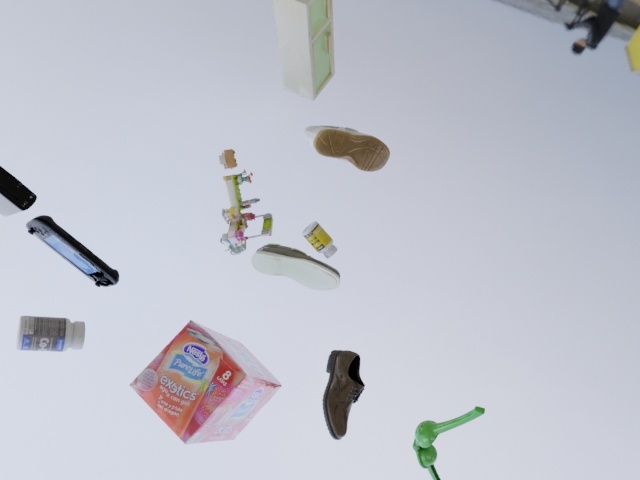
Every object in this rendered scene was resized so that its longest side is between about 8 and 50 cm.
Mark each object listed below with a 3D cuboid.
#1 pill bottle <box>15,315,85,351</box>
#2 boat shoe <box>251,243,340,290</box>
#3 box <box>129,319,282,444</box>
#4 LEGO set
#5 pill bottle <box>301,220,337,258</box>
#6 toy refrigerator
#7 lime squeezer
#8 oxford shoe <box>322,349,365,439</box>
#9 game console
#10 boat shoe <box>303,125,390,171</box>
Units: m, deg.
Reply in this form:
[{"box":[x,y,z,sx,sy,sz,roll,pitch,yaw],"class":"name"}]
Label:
[{"box":[-0.605,0.211,1.420,0.137,0.078,0.078,7,-143,-27],"class":"pill bottle"},{"box":[-0.071,0.080,2.071,0.305,0.109,0.091,15,-145,13],"class":"boat shoe"},{"box":[-0.194,0.265,1.160,0.142,0.154,0.300,40,172,17],"class":"box"},{"box":[-0.181,-0.093,1.556,0.107,0.132,0.287,-10,-120,9],"class":"LEGO set"},{"box":[0.000,0.000,2.015,0.116,0.065,0.065,47,-151,-12],"class":"pill bottle"},{"box":[-0.029,-0.442,1.374,0.094,0.269,0.102,26,-117,18],"class":"toy refrigerator"},{"box":[0.239,0.417,1.275,0.110,0.310,0.059,5,-143,-1],"class":"lime squeezer"},{"box":[0.062,0.392,1.610,0.083,0.096,0.227,24,-114,-51],"class":"oxford shoe"},{"box":[-0.529,-0.029,1.199,0.361,0.213,0.044,45,-114,-24],"class":"game console"},{"box":[0.073,-0.259,1.691,0.277,0.098,0.096,13,-159,-43],"class":"boat shoe"}]
